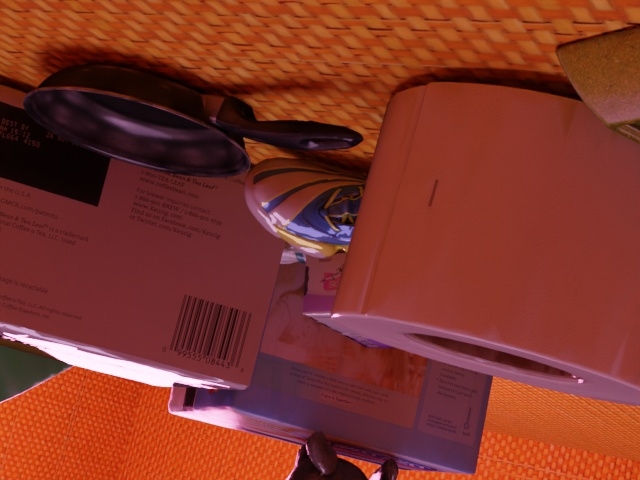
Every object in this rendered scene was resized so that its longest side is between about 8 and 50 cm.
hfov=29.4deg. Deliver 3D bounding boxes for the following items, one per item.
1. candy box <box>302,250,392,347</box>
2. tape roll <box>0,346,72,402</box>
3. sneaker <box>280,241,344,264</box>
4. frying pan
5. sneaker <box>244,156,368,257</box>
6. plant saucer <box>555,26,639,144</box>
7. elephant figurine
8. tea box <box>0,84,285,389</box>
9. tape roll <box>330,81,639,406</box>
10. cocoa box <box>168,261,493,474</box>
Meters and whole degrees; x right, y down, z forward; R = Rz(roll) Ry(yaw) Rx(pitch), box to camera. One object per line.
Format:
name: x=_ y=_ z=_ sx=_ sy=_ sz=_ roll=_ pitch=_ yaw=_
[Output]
candy box: x=0.092 y=0.065 z=1.304 sx=0.165 sy=0.070 sz=0.196 roll=-2 pitch=164 yaw=22
tape roll: x=-0.319 y=0.111 z=1.675 sx=0.077 sy=0.321 sz=0.321 roll=60 pitch=161 yaw=-3
sneaker: x=0.000 y=0.000 z=1.344 sx=0.161 sy=0.057 sz=0.075 roll=17 pitch=157 yaw=-22
frying pan: x=-0.122 y=-0.105 z=0.977 sx=0.197 sy=0.053 sz=0.326 roll=20 pitch=165 yaw=-25
sneaker: x=0.058 y=-0.032 z=1.084 sx=0.240 sy=0.091 sz=0.126 roll=19 pitch=149 yaw=-22
plant saucer: x=0.259 y=-0.071 z=0.700 sx=0.188 sy=0.045 sz=0.188 roll=20 pitch=167 yaw=-30
elephant figurine: x=0.020 y=0.324 z=1.480 sx=0.169 sy=0.186 sz=0.239 roll=45 pitch=-167 yaw=6
tea box: x=-0.249 y=0.013 z=1.265 sx=0.329 sy=0.220 sz=0.323 roll=18 pitch=169 yaw=-21
tape roll: x=0.144 y=0.008 z=0.877 sx=0.246 sy=0.169 sz=0.246 roll=16 pitch=171 yaw=3
cocoa box: x=0.022 y=0.149 z=1.554 sx=0.347 sy=0.231 sz=0.228 roll=19 pitch=165 yaw=-23
